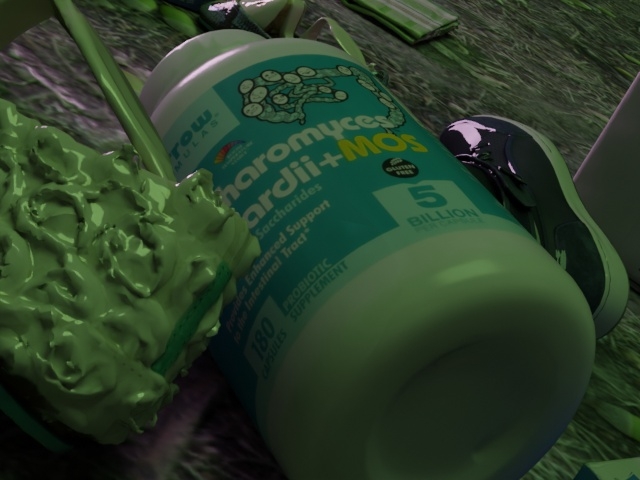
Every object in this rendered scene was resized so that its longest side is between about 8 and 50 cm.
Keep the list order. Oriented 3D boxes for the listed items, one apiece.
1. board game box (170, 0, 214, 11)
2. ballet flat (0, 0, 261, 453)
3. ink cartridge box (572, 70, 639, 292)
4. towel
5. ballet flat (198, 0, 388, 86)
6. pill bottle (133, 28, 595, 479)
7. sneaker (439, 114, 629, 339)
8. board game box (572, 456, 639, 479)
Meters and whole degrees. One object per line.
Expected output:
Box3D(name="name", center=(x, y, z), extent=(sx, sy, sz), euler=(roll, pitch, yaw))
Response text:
Box3D(name="board game box", center=(-0.170, -0.252, 1.154), extent=(0.201, 0.035, 0.136), euler=(16, 25, -29))
Box3D(name="ballet flat", center=(-0.174, -0.076, 0.619), extent=(0.409, 0.147, 0.147), euler=(43, 25, 25))
Box3D(name="ink cartridge box", center=(0.341, -0.086, 1.154), extent=(0.131, 0.226, 0.306), euler=(37, 22, 21))
Box3D(name="towel", center=(0.078, -0.243, 1.464), extent=(0.113, 0.023, 0.152), euler=(31, 24, 11))
Box3D(name="ballet flat", center=(-0.017, -0.154, 1.086), extent=(0.188, 0.070, 0.070), euler=(39, 24, 24))
Box3D(name="pill bottle", center=(0.000, 0.000, 0.657), extent=(0.146, 0.146, 0.264), euler=(11, 27, -38))
Box3D(name="sneaker", center=(0.093, -0.036, 0.929), extent=(0.163, 0.086, 0.226), euler=(18, 25, -32))
Box3D(name="board game box", center=(0.274, 0.217, 0.591), extent=(0.308, 0.086, 0.302), euler=(4, 32, -47))
